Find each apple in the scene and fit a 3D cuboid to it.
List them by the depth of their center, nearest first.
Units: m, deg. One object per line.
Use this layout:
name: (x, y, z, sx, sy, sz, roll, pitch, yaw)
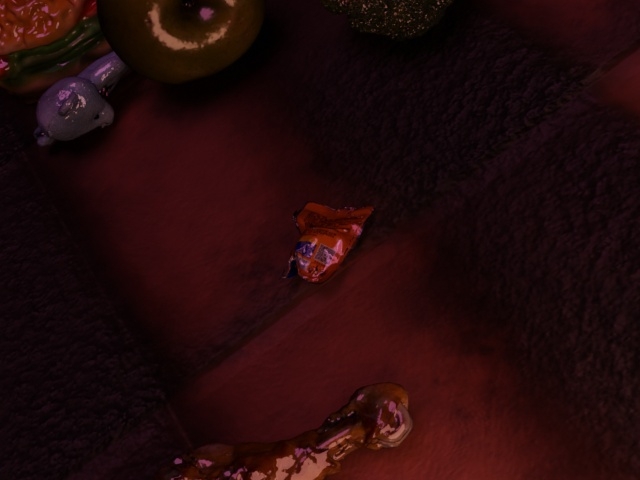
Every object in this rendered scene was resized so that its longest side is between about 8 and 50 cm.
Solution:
apple: (-0.165, -0.280, 1.345, 0.196, 0.196, 0.157, -43, 16, -10)

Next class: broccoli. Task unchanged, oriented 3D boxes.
broccoli: (0.074, -0.283, 1.253, 0.162, 0.137, 0.146, -9, 16, 40)

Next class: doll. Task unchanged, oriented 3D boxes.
doll: (-0.270, -0.178, 1.407, 0.180, 0.075, 0.120, -41, 2, -35)

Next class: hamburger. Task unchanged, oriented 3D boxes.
hamburger: (-0.368, -0.300, 1.500, 0.237, 0.149, 0.237, -15, 49, 17)

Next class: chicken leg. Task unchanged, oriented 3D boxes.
chicken leg: (-0.034, 0.193, 0.947, 0.252, 0.087, 0.107, -28, 65, -4)

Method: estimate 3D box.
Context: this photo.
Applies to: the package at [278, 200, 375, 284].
package: (0.000, -0.001, 1.118, 0.077, 0.033, 0.110, -4, 46, 39)
